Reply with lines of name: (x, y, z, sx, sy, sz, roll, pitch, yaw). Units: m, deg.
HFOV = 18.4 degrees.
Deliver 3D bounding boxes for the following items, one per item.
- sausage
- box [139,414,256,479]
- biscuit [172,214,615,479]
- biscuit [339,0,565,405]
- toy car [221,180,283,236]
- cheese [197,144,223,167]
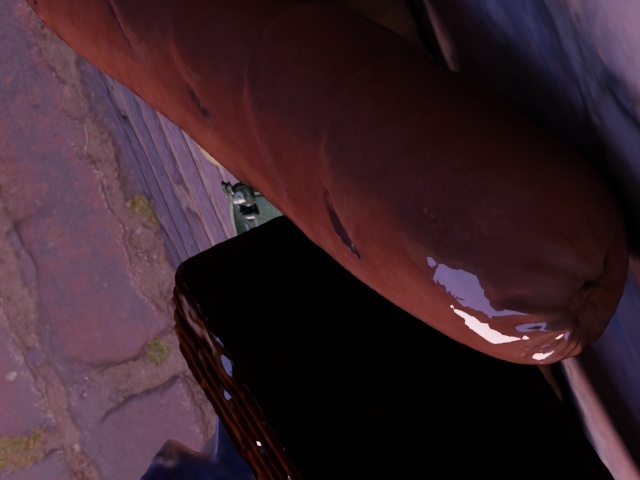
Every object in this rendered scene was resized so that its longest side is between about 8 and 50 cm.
sausage: (-0.021, -0.064, 0.768, 0.433, 0.088, 0.088, 39, 154, 49)
box: (-0.001, 0.164, 1.005, 0.206, 0.262, 0.291, -98, -7, -77)
biscuit: (0.079, 0.147, 0.718, 0.388, 0.107, 0.073, 58, 163, 24)
biscuit: (0.045, -0.009, 0.870, 0.160, 0.030, 0.250, -146, 34, -76)
toy car: (0.000, 0.000, 1.108, 0.186, 0.058, 0.093, 6, 119, 67)
cheese: (-0.054, -0.072, 1.286, 0.127, 0.050, 0.235, 85, 158, -60)
